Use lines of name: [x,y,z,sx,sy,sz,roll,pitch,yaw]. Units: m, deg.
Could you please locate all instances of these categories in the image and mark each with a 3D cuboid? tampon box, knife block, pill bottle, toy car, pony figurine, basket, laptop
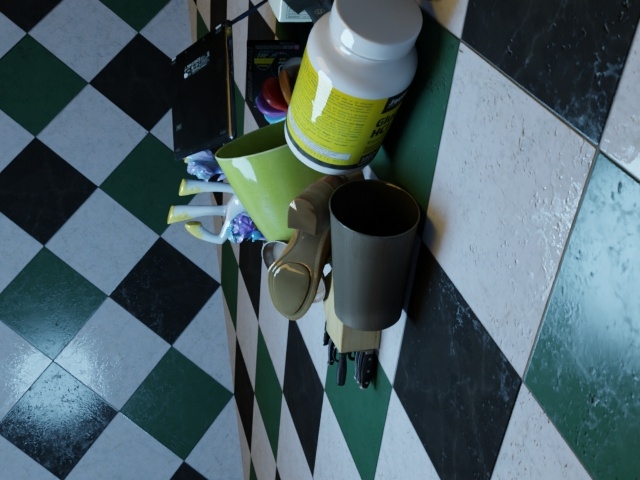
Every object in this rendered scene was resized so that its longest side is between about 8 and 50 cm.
tampon box: [-0.124,-0.434,1.961,0.101,0.120,0.161,-128,36,-63]
knife block: [0.074,0.175,1.546,0.275,0.088,0.242,127,135,-65]
pill bottle: [0.055,-0.274,1.298,0.334,0.188,0.188,114,147,-59]
toy car: [-0.086,-0.344,1.833,0.182,0.136,0.159,120,141,-63]
pony figurine: [-0.189,-0.129,1.996,0.303,0.363,0.351,-112,38,-62]
basket: [0.091,0.037,1.353,0.204,0.154,0.227,-106,15,-58]
laptop: [-0.197,-0.418,1.845,0.382,0.236,0.408,-4,89,60]

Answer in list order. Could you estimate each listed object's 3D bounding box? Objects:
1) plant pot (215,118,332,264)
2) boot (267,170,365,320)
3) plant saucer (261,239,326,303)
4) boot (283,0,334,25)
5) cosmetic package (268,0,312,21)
plant pot: [-0.048,-0.095,1.640,0.275,0.275,0.293,-141,30,-67]
boot: [0.000,0.000,1.467,0.109,0.220,0.283,18,119,23]
plant saucer: [-0.050,0.060,1.589,0.168,0.029,0.168,30,146,23]
boot: [0.040,-0.495,1.395,0.091,0.263,0.229,5,69,41]
cosmetic package: [-0.015,-0.599,1.500,0.129,0.153,0.296,-113,25,-43]
